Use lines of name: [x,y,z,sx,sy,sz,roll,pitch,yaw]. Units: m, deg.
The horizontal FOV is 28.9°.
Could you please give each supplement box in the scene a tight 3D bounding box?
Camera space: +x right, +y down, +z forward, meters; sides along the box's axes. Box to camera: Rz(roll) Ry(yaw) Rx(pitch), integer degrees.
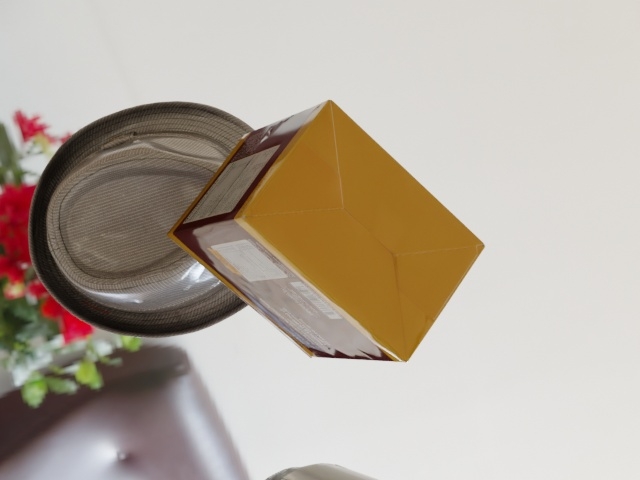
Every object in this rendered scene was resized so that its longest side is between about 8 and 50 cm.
supplement box: [0.000,0.000,1.099,0.191,0.129,0.194,42,-19,-17]

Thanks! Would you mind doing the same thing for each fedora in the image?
fedora: [-0.163,-0.024,1.242,0.124,0.275,0.244,137,-57,-86]

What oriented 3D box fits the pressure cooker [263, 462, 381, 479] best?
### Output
pressure cooker: [0.084,0.529,1.723,0.375,0.420,0.370,22,81,-46]
